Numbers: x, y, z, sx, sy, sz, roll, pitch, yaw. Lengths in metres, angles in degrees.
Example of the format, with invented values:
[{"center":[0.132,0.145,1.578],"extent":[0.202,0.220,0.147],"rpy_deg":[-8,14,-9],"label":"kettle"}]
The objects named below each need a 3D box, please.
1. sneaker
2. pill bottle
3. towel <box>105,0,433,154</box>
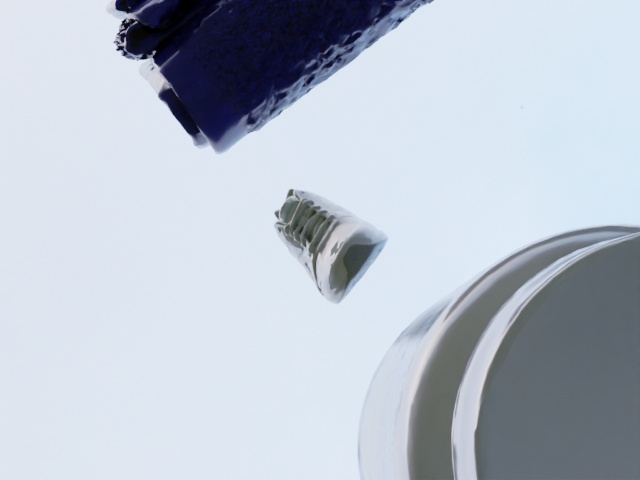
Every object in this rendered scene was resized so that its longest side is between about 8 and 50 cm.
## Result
[{"center":[0.000,0.000,1.054],"extent":[0.061,0.152,0.053],"rpy_deg":[39,-92,-10],"label":"sneaker"},{"center":[0.076,0.058,0.473],"extent":[0.119,0.208,0.119],"rpy_deg":[0,-97,-4],"label":"pill bottle"},{"center":[0.053,-0.157,0.645],"extent":[0.308,0.227,0.076],"rpy_deg":[-37,-78,1],"label":"towel"}]
